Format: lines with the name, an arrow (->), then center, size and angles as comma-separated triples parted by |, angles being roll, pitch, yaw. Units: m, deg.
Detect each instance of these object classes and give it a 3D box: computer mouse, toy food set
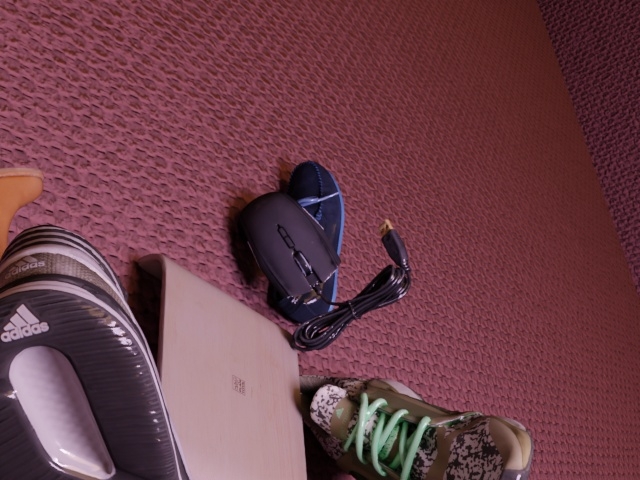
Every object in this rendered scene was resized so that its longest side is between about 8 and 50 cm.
computer mouse -> 0.000, 0.000, 1.114 | 0.262, 0.184, 0.060 | 60, -3, 37
toy food set -> -0.124, 0.178, 0.964 | 0.219, 0.092, 0.306 | 37, 32, -37

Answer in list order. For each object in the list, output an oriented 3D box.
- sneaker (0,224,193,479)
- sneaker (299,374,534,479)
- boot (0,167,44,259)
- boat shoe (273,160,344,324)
sneaker -> -0.165, 0.189, 0.728 | 0.257, 0.169, 0.448 | -119, -161, -65
sneaker -> 0.074, 0.233, 0.993 | 0.182, 0.410, 0.158 | 25, 79, -22
boot -> -0.310, 0.022, 0.807 | 0.197, 0.073, 0.152 | -34, 99, -51
boat shoe -> -0.021, -0.012, 1.222 | 0.089, 0.109, 0.258 | 28, 44, -39
